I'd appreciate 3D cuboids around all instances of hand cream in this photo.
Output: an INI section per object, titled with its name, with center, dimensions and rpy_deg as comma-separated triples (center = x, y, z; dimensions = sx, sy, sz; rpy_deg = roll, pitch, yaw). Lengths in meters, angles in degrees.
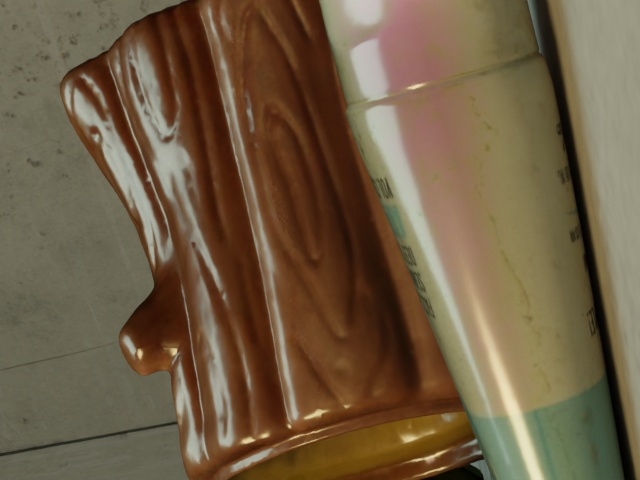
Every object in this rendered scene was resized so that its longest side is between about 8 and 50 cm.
[hand cream]
center = 0.068, 0.048, 0.469
dimensions = 0.111, 0.070, 0.312
rpy_deg = -107, 2, -84

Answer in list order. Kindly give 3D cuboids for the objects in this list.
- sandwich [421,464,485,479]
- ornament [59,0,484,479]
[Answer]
[sandwich]
center = 0.059, 0.238, 0.822
dimensions = 0.292, 0.109, 0.212
rpy_deg = 159, 133, -83
[ornament]
center = -0.001, 0.004, 0.661
dimensions = 0.235, 0.221, 0.217
rpy_deg = 130, 131, -57
